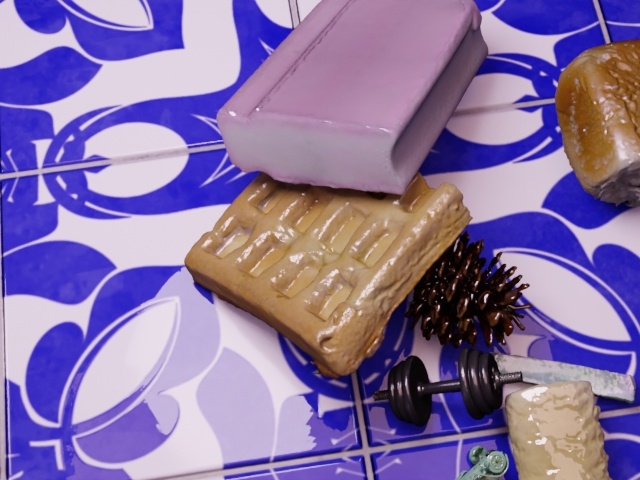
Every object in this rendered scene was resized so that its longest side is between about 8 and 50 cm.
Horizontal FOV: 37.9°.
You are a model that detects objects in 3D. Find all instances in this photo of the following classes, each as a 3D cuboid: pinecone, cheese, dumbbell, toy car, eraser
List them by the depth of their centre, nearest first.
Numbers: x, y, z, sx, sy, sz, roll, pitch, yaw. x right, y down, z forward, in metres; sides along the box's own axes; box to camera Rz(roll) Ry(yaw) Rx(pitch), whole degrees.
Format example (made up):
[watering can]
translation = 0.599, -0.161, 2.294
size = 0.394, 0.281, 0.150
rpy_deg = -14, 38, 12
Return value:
[cheese]
translation = 0.313, 0.275, 1.227
size = 0.123, 0.094, 0.167
rpy_deg = -14, 73, 22
[toy car]
translation = 0.189, 0.332, 1.232
size = 0.143, 0.073, 0.054
rpy_deg = -39, 88, -14
[dumbbell]
translation = 0.169, 0.197, 1.254
size = 0.208, 0.099, 0.099
rpy_deg = -12, 66, 23
[pinecone]
translation = 0.209, 0.077, 1.286
size = 0.165, 0.163, 0.163
rpy_deg = 22, 70, 1
[eraser]
translation = 0.060, -0.229, 1.332
size = 0.272, 0.122, 0.359
rpy_deg = 10, 46, 28

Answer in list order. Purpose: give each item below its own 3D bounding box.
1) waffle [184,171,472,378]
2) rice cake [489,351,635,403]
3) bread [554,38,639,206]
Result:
[waffle]
translation = 0.000, 0.000, 1.286
size = 0.304, 0.077, 0.348
rpy_deg = -48, 46, -15
[rice cake]
translation = 0.335, 0.190, 1.304
size = 0.210, 0.034, 0.043
rpy_deg = 10, 77, 4
[bread]
translation = 0.455, -0.153, 1.364
size = 0.195, 0.176, 0.246
rpy_deg = -4, 65, -13
